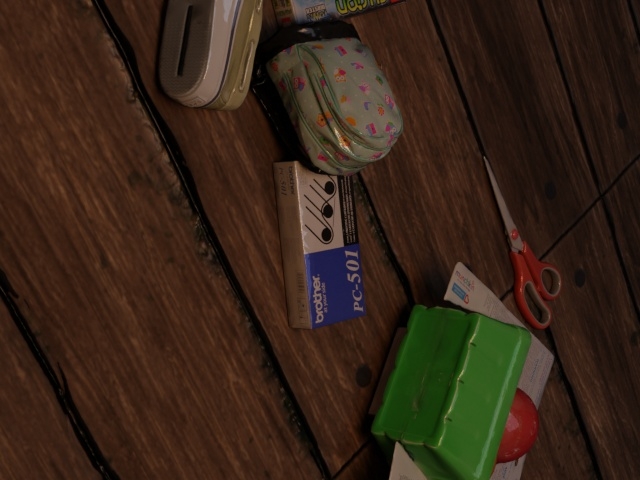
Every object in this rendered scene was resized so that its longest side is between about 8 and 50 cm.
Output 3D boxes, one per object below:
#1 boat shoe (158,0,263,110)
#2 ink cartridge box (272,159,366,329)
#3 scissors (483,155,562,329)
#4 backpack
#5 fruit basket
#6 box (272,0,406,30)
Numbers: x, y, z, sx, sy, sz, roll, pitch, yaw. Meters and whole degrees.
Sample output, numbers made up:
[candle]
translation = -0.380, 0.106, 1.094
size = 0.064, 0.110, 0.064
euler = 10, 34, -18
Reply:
[boat shoe]
translation = -0.110, -0.293, 1.200
size = 0.094, 0.109, 0.303
euler = 13, 90, -58
[ink cartridge box]
translation = 0.000, 0.000, 1.329
size = 0.097, 0.046, 0.207
euler = -11, 98, -42
[scissors]
translation = 0.296, 0.012, 1.625
size = 0.109, 0.021, 0.297
euler = -54, 125, -27
[backpack]
translation = 0.015, -0.168, 1.270
size = 0.151, 0.115, 0.182
euler = -15, 78, -37
[fruit basket]
translation = 0.210, 0.245, 1.488
size = 0.353, 0.165, 0.327
euler = 44, 61, -52
[box]
translation = 0.020, -0.336, 1.351
size = 0.207, 0.036, 0.114
euler = -26, 108, -40
